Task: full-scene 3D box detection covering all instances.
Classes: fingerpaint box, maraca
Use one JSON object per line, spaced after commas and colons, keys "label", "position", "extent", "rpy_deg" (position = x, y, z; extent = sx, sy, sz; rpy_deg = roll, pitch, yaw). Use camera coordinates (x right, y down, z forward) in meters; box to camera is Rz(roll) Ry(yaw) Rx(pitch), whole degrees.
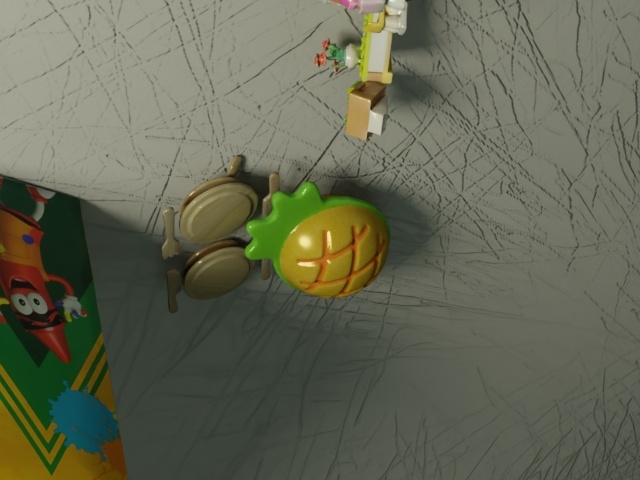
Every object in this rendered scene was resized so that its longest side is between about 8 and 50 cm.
{"label": "fingerpaint box", "position": [-0.385, 0.211, 1.117], "extent": [0.163, 0.371, 0.445], "rpy_deg": [19, 128, -37]}
{"label": "maraca", "position": [0.000, 0.000, 1.239], "extent": [0.185, 0.099, 0.127], "rpy_deg": [27, 109, -44]}

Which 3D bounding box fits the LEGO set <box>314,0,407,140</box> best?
{"label": "LEGO set", "position": [0.018, -0.200, 1.024], "extent": [0.107, 0.132, 0.287], "rpy_deg": [4, 161, -2]}

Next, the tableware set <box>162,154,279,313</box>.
{"label": "tableware set", "position": [-0.114, -0.005, 1.241], "extent": [0.128, 0.039, 0.194], "rpy_deg": [-19, 148, -19]}
